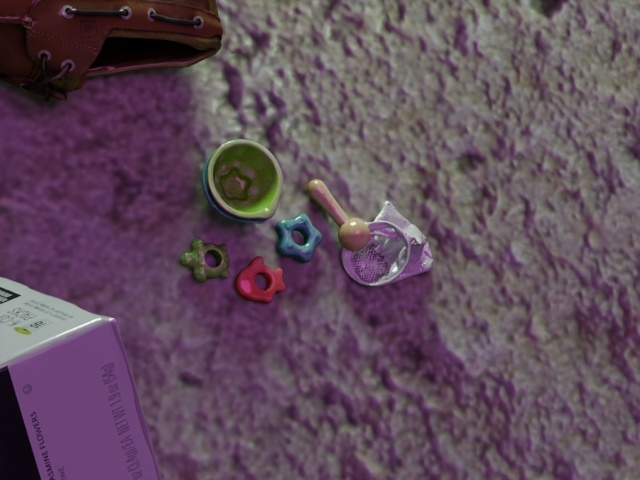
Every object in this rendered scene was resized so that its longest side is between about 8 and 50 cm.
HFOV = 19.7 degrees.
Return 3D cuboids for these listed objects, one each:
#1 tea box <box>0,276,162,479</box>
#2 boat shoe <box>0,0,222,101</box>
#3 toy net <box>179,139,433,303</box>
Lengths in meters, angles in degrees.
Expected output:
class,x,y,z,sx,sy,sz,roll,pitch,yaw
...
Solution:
class,x,y,z,sx,sy,sz,roll,pitch,yaw
tea box,-0.314,0.171,1.151,0.323,0.329,0.220,-25,112,-30
boat shoe,-0.211,-0.168,1.458,0.307,0.111,0.104,-17,82,-29
toy net,0.000,0.000,1.552,0.232,0.045,0.122,15,68,-22
